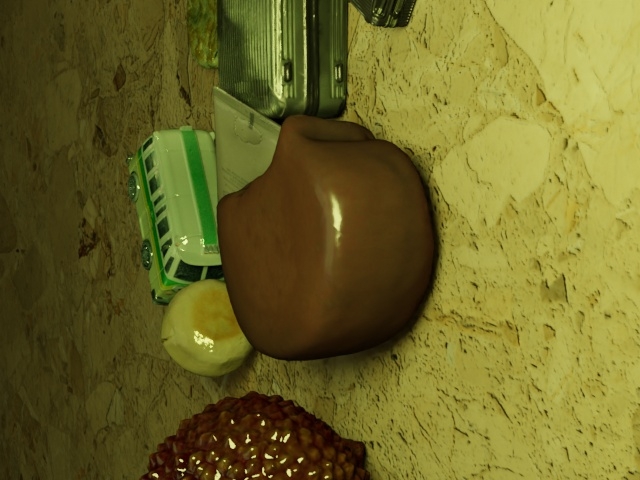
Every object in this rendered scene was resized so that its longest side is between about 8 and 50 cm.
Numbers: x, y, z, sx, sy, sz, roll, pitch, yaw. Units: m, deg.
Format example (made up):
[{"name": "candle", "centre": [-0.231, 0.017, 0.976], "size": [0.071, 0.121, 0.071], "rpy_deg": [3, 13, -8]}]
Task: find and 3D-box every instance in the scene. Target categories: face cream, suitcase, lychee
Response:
[{"name": "face cream", "centre": [-0.103, -0.083, 1.753], "size": [0.143, 0.089, 0.314], "rpy_deg": [35, 151, 18]}, {"name": "suitcase", "centre": [0.073, -0.325, 1.520], "size": [0.126, 0.059, 0.086], "rpy_deg": [55, 139, 42]}, {"name": "lychee", "centre": [-0.076, 0.350, 1.591], "size": [0.306, 0.330, 0.306], "rpy_deg": [41, 151, 28]}, {"name": "suitcase", "centre": [-0.058, -0.314, 1.688], "size": [0.202, 0.128, 0.312], "rpy_deg": [10, 102, 60]}]

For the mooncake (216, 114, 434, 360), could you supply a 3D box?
[{"name": "mooncake", "centre": [0.000, 0.000, 1.556], "size": [0.334, 0.174, 0.326], "rpy_deg": [53, 138, 45]}]

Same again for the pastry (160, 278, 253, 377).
[{"name": "pastry", "centre": [-0.174, 0.137, 1.925], "size": [0.092, 0.156, 0.156], "rpy_deg": [113, 144, -56]}]

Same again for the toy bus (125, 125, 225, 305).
[{"name": "toy bus", "centre": [-0.226, -0.045, 2.025], "size": [0.165, 0.133, 0.276], "rpy_deg": [-47, 52, 54]}]

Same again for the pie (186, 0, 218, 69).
[{"name": "pie", "centre": [-0.173, -0.370, 1.998], "size": [0.187, 0.041, 0.187], "rpy_deg": [7, 98, 62]}]
